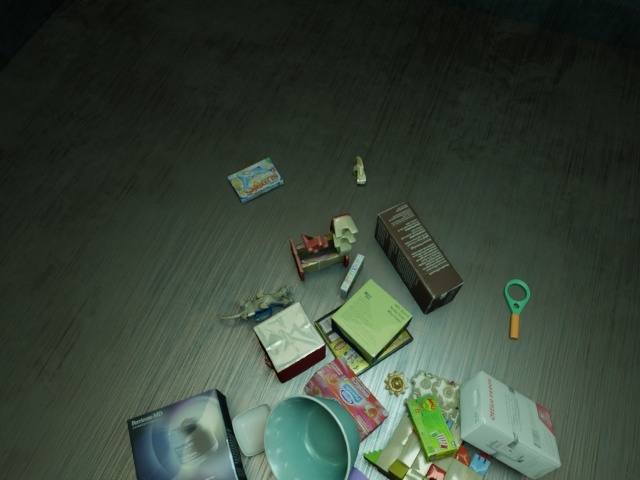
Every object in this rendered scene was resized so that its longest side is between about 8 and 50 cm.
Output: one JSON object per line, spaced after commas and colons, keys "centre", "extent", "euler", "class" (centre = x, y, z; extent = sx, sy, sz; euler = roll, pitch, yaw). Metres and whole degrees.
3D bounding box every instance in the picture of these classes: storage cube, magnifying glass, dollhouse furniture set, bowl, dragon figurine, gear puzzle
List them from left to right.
{"centre": [-0.212, 0.635, 1.634], "extent": [0.142, 0.053, 0.142], "euler": [-23, 66, -11], "class": "bowl"}
{"centre": [-0.231, 0.250, 1.803], "extent": [0.289, 0.144, 0.085], "euler": [-30, 67, 9], "class": "dragon figurine"}
{"centre": [-0.105, 0.357, 1.690], "extent": [0.215, 0.193, 0.184], "euler": [-28, 67, -13], "class": "storage cube"}
{"centre": [-0.006, 0.610, 1.487], "extent": [0.311, 0.163, 0.312], "euler": [-1, 88, 33], "class": "bowl"}
{"centre": [0.000, 0.000, 1.764], "extent": [0.201, 0.374, 0.152], "euler": [-16, 69, -8], "class": "dollhouse furniture set"}
{"centre": [0.379, 0.547, 1.671], "extent": [0.338, 0.044, 0.176], "euler": [18, 76, 14], "class": "gear puzzle"}
{"centre": [0.728, 0.253, 1.814], "extent": [0.092, 0.026, 0.231], "euler": [12, 66, 7], "class": "magnifying glass"}

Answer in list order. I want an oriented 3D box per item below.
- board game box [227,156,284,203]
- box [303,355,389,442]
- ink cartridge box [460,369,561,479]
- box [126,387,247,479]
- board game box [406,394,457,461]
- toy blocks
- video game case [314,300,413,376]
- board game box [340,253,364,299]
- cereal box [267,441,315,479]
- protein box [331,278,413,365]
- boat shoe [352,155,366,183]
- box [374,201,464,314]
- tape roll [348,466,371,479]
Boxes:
{"centre": [-0.276, -0.256, 2.078], "extent": [0.201, 0.035, 0.136], "euler": [-28, 67, -12], "class": "board game box"}
{"centre": [0.083, 0.533, 1.614], "extent": [0.128, 0.123, 0.257], "euler": [-21, 60, -45], "class": "box"}
{"centre": [0.581, 0.571, 1.521], "extent": [0.283, 0.117, 0.207], "euler": [31, 35, -6], "class": "ink cartridge box"}
{"centre": [-0.423, 0.671, 1.552], "extent": [0.296, 0.183, 0.294], "euler": [-19, 64, -8], "class": "box"}
{"centre": [0.339, 0.575, 1.502], "extent": [0.092, 0.043, 0.181], "euler": [-11, 42, -7], "class": "board game box"}
{"centre": [0.365, 0.677, 1.524], "extent": [0.381, 0.191, 0.261], "euler": [25, 62, 29], "class": "toy blocks"}
{"centre": [0.156, 0.333, 1.783], "extent": [0.274, 0.035, 0.248], "euler": [-30, 67, -13], "class": "video game case"}
{"centre": [0.119, 0.139, 1.839], "extent": [0.026, 0.103, 0.154], "euler": [24, 68, 13], "class": "board game box"}
{"centre": [-0.048, 0.697, 1.602], "extent": [0.173, 0.047, 0.240], "euler": [18, 66, 9], "class": "cereal box"}
{"centre": [0.177, 0.287, 1.709], "extent": [0.200, 0.136, 0.201], "euler": [41, 71, 19], "class": "protein box"}
{"centre": [0.160, -0.301, 2.082], "extent": [0.045, 0.050, 0.135], "euler": [-8, 64, -9], "class": "boat shoe"}
{"centre": [0.357, 0.064, 1.822], "extent": [0.143, 0.191, 0.381], "euler": [-24, 66, -10], "class": "box"}
{"centre": [0.173, 0.795, 1.423], "extent": [0.275, 0.275, 0.090], "euler": [38, 70, 18], "class": "tape roll"}
